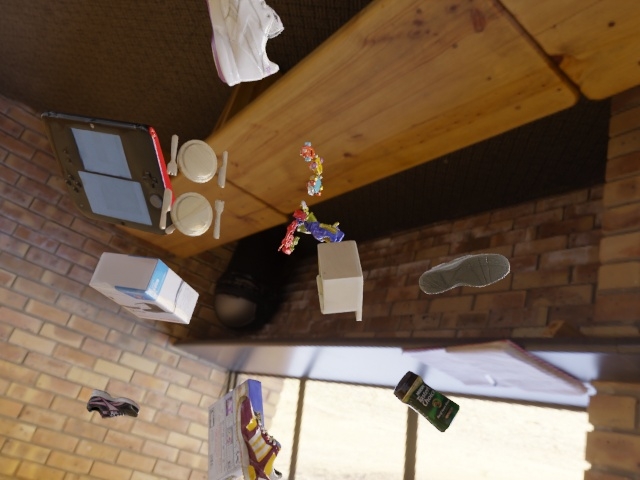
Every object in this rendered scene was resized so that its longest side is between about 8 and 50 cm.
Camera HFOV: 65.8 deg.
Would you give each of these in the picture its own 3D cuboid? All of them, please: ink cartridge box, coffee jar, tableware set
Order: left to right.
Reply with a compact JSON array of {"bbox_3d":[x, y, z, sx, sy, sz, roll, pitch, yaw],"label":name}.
[{"bbox_3d":[-0.601,0.172,1.722,0.223,0.129,0.307,4,153,17],"label":"ink cartridge box"},{"bbox_3d":[-0.256,-0.104,0.990,0.128,0.194,0.039,12,168,-41],"label":"tableware set"},{"bbox_3d":[0.309,0.471,1.457,0.184,0.096,0.079,34,158,15],"label":"coffee jar"}]

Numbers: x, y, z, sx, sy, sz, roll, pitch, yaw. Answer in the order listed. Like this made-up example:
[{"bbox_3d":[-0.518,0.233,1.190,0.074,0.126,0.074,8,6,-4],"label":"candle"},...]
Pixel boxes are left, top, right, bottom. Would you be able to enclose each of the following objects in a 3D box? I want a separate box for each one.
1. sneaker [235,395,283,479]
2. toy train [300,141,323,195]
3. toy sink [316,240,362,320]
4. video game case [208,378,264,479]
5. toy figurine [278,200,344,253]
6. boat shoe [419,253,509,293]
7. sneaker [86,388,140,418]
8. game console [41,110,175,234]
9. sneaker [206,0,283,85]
[{"bbox_3d":[-0.123,0.400,1.003,0.084,0.185,0.069,-7,-173,-4],"label":"sneaker"},{"bbox_3d":[-0.036,-0.223,1.579,0.046,0.166,0.125,-2,180,26],"label":"toy train"},{"bbox_3d":[0.057,0.138,1.574,0.131,0.152,0.234,-6,137,-2],"label":"toy sink"},{"bbox_3d":[-0.280,0.634,1.635,0.061,0.269,0.244,26,127,-35],"label":"video game case"},{"bbox_3d":[0.000,0.000,1.789,0.217,0.191,0.362,25,178,4],"label":"toy figurine"},{"bbox_3d":[0.520,0.113,1.806,0.321,0.103,0.118,-19,100,20],"label":"boat shoe"},{"bbox_3d":[-0.706,0.575,1.679,0.178,0.077,0.072,15,130,1],"label":"sneaker"},{"bbox_3d":[-0.592,-0.186,1.408,0.387,0.060,0.341,12,132,19],"label":"game console"},{"bbox_3d":[-0.159,-0.481,1.012,0.152,0.305,0.114,-8,-161,-3],"label":"sneaker"}]
